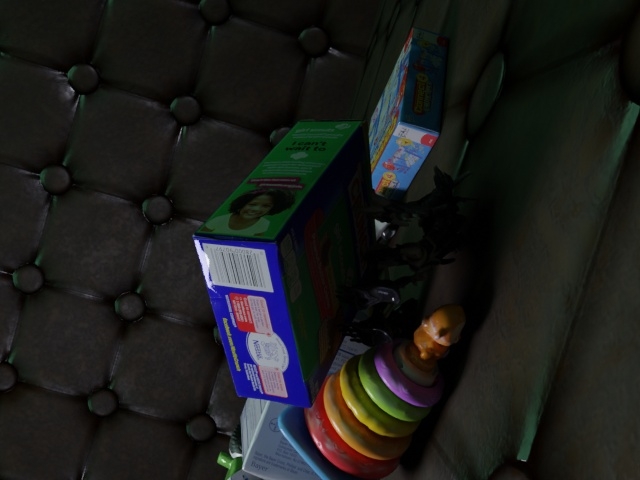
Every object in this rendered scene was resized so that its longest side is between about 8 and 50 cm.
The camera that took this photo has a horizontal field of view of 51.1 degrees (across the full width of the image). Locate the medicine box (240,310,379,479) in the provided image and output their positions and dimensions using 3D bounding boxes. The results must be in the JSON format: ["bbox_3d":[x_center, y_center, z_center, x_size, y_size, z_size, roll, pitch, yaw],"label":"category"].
[{"bbox_3d":[-0.023,0.248,1.182,0.263,0.149,0.289,-155,88,-82],"label":"medicine box"}]

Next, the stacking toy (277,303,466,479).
[{"bbox_3d":[0.099,0.190,0.897,0.302,0.165,0.175,-53,-14,30],"label":"stacking toy"}]

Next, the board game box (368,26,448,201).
[{"bbox_3d":[0.180,-0.257,1.504,0.308,0.086,0.302,115,170,-54],"label":"board game box"}]

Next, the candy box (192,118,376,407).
[{"bbox_3d":[-0.023,0.019,0.925,0.317,0.122,0.268,-59,-32,-49],"label":"candy box"}]

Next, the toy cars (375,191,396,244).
[{"bbox_3d":[0.000,0.000,1.515,0.393,0.087,0.177,-9,83,37],"label":"toy cars"}]

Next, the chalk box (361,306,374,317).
[{"bbox_3d":[-0.010,0.240,1.491,0.179,0.180,0.289,-81,8,-50],"label":"chalk box"}]

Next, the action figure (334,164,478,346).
[{"bbox_3d":[0.109,0.001,0.907,0.276,0.140,0.164,-51,-38,-34],"label":"action figure"}]

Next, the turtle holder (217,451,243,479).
[{"bbox_3d":[-0.145,0.603,1.520,0.243,0.227,0.321,-95,23,-76],"label":"turtle holder"}]

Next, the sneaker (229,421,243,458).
[{"bbox_3d":[-0.126,0.533,1.786,0.384,0.145,0.147,-4,-78,-71],"label":"sneaker"}]

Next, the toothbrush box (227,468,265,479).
[{"bbox_3d":[-0.134,0.501,1.222,0.216,0.126,0.295,-46,-13,12],"label":"toothbrush box"}]

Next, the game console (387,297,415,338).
[{"bbox_3d":[0.134,0.169,1.164,0.107,0.071,0.122,-44,-4,-21],"label":"game console"}]
